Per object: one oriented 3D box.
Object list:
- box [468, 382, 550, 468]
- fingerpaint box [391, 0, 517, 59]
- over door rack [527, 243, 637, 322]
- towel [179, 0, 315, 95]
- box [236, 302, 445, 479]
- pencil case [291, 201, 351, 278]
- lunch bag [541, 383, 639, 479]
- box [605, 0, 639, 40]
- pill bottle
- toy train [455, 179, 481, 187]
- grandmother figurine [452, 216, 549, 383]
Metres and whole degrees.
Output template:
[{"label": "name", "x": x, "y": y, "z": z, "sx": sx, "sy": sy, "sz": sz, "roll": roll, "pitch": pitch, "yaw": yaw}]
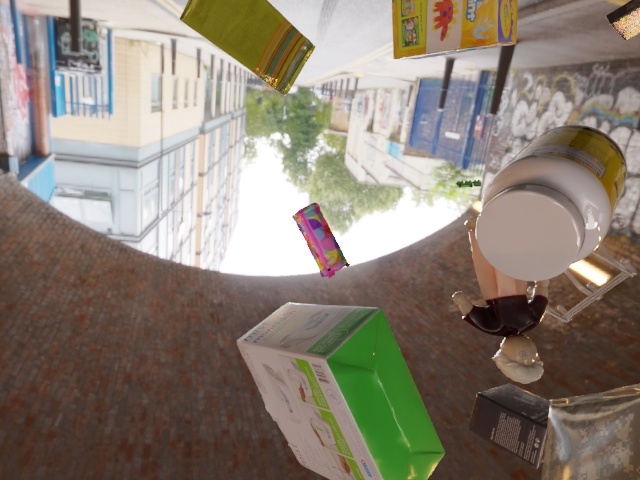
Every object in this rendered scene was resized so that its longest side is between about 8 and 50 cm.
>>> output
[{"label": "box", "x": 0.441, "y": 0.397, "z": 1.003, "sx": 0.156, "sy": 0.093, "sz": 0.158, "roll": 5, "pitch": -172, "yaw": -42}, {"label": "fingerpaint box", "x": 0.420, "y": -0.833, "z": 1.454, "sx": 0.371, "sy": 0.444, "sz": 0.163, "roll": 9, "pitch": -159, "yaw": 41}, {"label": "over door rack", "x": 0.628, "y": 0.086, "z": 1.212, "sx": 0.324, "sy": 0.239, "sz": 0.108, "roll": 19, "pitch": -142, "yaw": -23}, {"label": "towel", "x": -0.099, "y": -0.316, "z": 0.702, "sx": 0.021, "sy": 0.102, "sz": 0.237, "roll": 35, "pitch": -170, "yaw": 32}, {"label": "box", "x": 0.022, "y": 0.240, "z": 0.699, "sx": 0.127, "sy": 0.261, "sz": 0.231, "roll": -35, "pitch": -164, "yaw": -35}, {"label": "pencil case", "x": 0.000, "y": 0.000, "z": 1.419, "sx": 0.105, "sy": 0.236, "sz": 0.104, "roll": -28, "pitch": 174, "yaw": -3}, {"label": "lunch bag", "x": 0.430, "y": 0.323, "z": 0.584, "sx": 0.169, "sy": 0.287, "sz": 0.235, "roll": 24, "pitch": -118, "yaw": 0}, {"label": "box", "x": 0.763, "y": -0.539, "z": 1.085, "sx": 0.162, "sy": 0.029, "sz": 0.116, "roll": -8, "pitch": 165, "yaw": -45}, {"label": "pill bottle", "x": 0.387, "y": -0.069, "z": 0.766, "sx": 0.188, "sy": 0.187, "sz": 0.334, "roll": 18, "pitch": -146, "yaw": 32}, {"label": "toy train", "x": 0.486, "y": -0.184, "z": 1.498, "sx": 0.083, "sy": 0.017, "sz": 0.023, "roll": -5, "pitch": -119, "yaw": -1}, {"label": "grandmother figurine", "x": 0.377, "y": 0.118, "z": 0.939, "sx": 0.208, "sy": 0.342, "sz": 0.104, "roll": -10, "pitch": 170, "yaw": 5}]
